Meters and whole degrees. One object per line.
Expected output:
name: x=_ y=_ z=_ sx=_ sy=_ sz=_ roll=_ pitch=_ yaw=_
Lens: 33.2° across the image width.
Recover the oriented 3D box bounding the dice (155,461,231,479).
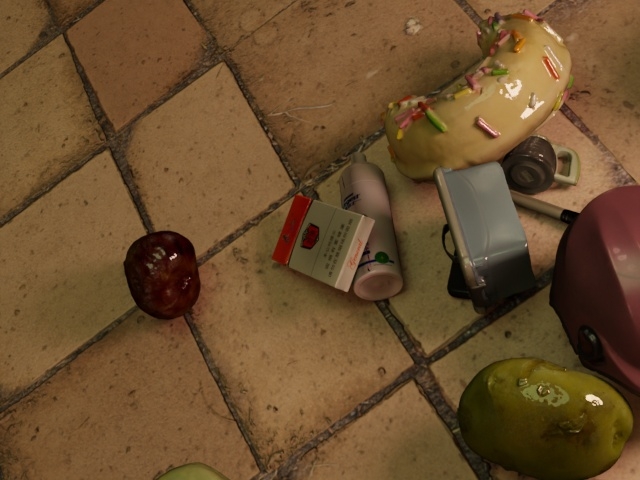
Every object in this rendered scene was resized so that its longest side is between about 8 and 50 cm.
dice: x=-0.157 y=0.503 z=1.616 sx=0.254 sy=0.252 sz=0.250 roll=27 pitch=75 yaw=42

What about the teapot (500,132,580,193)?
teapot: x=0.379 y=-0.133 z=1.857 sx=0.092 sy=0.124 sz=0.091 roll=-46 pitch=15 yaw=53

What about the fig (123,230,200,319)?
fig: x=-0.327 y=0.057 z=2.109 sx=0.145 sy=0.170 sz=0.274 roll=-17 pitch=15 yaw=-27

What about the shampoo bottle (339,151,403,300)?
shampoo bottle: x=0.086 y=-0.040 z=1.948 sx=0.092 sy=0.092 sz=0.303 roll=-20 pitch=52 yaw=18

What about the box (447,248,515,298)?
box: x=0.282 y=0.044 z=1.821 sx=0.126 sy=0.027 sz=0.125 roll=1 pitch=63 yaw=30

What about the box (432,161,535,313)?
box: x=0.262 y=-0.010 z=1.749 sx=0.130 sy=0.162 sz=0.227 roll=-16 pitch=55 yaw=8

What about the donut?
donut: x=0.277 y=-0.253 z=1.894 sx=0.371 sy=0.150 sz=0.307 roll=-42 pitch=25 yaw=-2

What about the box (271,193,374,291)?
box: x=0.000 y=0.000 z=1.936 sx=0.245 sy=0.035 sz=0.139 roll=23 pitch=93 yaw=57

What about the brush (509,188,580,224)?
brush: x=0.398 y=-0.048 z=1.802 sx=0.299 sy=0.042 sz=0.039 roll=26 pitch=108 yaw=41

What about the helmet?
helmet: x=0.478 y=0.054 z=1.529 sx=0.270 sy=0.197 sz=0.338 roll=-14 pitch=41 yaw=-12

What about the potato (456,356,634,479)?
potato: x=0.318 y=0.258 z=1.544 sx=0.253 sy=0.186 sz=0.149 roll=-10 pitch=39 yaw=30
